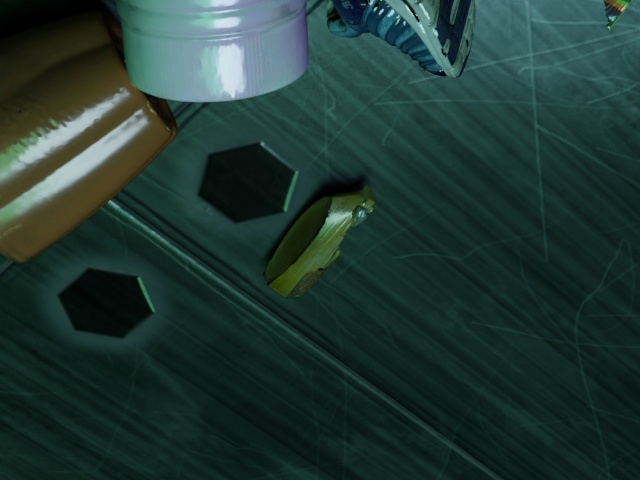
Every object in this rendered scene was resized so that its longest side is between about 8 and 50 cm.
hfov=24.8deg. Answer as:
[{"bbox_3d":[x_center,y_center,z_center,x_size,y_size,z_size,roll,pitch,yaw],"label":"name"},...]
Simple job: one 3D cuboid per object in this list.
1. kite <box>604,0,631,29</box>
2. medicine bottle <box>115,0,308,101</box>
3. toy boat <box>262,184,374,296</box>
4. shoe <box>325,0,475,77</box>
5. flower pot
[{"bbox_3d":[0.250,-0.236,1.237,0.090,0.004,0.122,-21,126,14],"label":"kite"},{"bbox_3d":[-0.087,-0.246,1.099,0.152,0.152,0.254,-2,118,0],"label":"medicine bottle"},{"bbox_3d":[0.000,0.000,1.389,0.049,0.047,0.149,17,130,-32],"label":"toy boat"},{"bbox_3d":[0.051,-0.208,1.212,0.106,0.091,0.207,-17,137,44],"label":"shoe"},{"bbox_3d":[-0.224,-0.101,1.232,0.173,0.190,0.190,-30,124,4],"label":"flower pot"}]
